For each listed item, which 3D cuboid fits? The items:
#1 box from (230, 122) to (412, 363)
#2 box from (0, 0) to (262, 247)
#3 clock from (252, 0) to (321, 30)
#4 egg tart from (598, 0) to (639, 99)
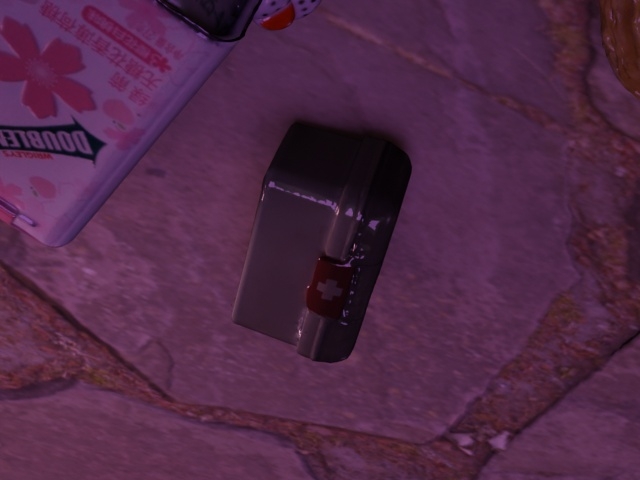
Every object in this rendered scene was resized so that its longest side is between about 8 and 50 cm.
[{"bbox_3d":[0.000,0.000,1.118,0.129,0.148,0.210,18,124,3],"label":"box"},{"bbox_3d":[-0.207,-0.146,0.945,0.190,0.112,0.369,34,139,-16],"label":"box"},{"bbox_3d":[-0.044,-0.282,0.918,0.189,0.189,0.254,27,127,-16],"label":"clock"},{"bbox_3d":[0.366,-0.227,0.983,0.278,0.095,0.279,2,120,3],"label":"egg tart"}]
